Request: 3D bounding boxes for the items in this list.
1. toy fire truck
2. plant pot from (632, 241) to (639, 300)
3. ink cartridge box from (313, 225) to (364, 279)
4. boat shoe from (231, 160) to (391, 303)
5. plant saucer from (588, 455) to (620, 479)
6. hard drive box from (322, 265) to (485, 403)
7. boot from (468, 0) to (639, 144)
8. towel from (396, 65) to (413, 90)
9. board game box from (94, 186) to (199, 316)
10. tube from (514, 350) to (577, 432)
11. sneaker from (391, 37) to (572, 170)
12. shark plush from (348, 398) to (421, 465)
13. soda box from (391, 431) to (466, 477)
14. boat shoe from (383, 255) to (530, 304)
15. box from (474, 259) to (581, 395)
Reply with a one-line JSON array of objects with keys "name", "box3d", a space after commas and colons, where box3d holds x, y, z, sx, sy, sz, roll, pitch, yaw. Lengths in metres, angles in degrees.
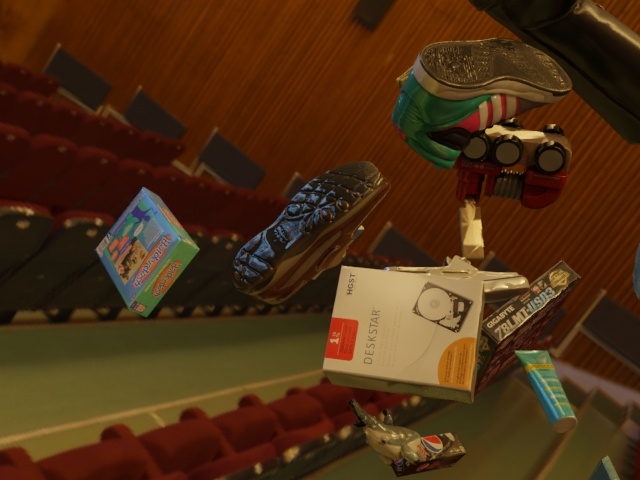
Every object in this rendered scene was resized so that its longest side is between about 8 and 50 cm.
[{"name": "toy fire truck", "box3d": [0.352, -0.094, 1.636, 0.216, 0.247, 0.158, 10, 31, 8]}, {"name": "plant pot", "box3d": [0.830, 0.020, 1.847, 0.293, 0.293, 0.196, 47, -15, 47]}, {"name": "ink cartridge box", "box3d": [0.000, 0.000, 1.961, 0.104, 0.180, 0.060, 48, 19, 13]}, {"name": "boat shoe", "box3d": [-0.009, -0.009, 1.510, 0.120, 0.324, 0.123, 45, 9, -45]}, {"name": "plant saucer", "box3d": [0.551, 0.524, 1.722, 0.018, 0.192, 0.067, 7, 34, -13]}, {"name": "hard drive box", "box3d": [0.136, 0.149, 1.352, 0.232, 0.181, 0.089, 5, -21, 14]}, {"name": "boot", "box3d": [0.513, -0.358, 1.491, 0.445, 0.146, 0.367, 40, -6, -11]}, {"name": "towel", "box3d": [0.231, -0.302, 1.751, 0.148, 0.110, 0.027, 56, -1, -22]}, {"name": "board game box", "box3d": [-0.323, 0.018, 1.562, 0.047, 0.160, 0.210, 33, 9, -42]}, {"name": "tube", "box3d": [0.484, 0.312, 1.810, 0.080, 0.052, 0.207, 6, 38, -17]}, {"name": "sneaker", "box3d": [0.215, -0.184, 1.215, 0.295, 0.178, 0.124, -7, 58, -35]}, {"name": "shark plush", "box3d": [0.098, 0.307, 1.378, 0.161, 0.067, 0.073, 34, -34, -15]}, {"name": "soda box", "box3d": [0.220, 0.440, 1.747, 0.168, 0.060, 0.053, 2, 47, -40]}, {"name": "boat shoe", "box3d": [0.243, 0.072, 1.542, 0.096, 0.267, 0.088, 83, 1, -71]}, {"name": "box", "box3d": [0.455, 0.217, 2.010, 0.073, 0.295, 0.293, 44, -29, 24]}]
